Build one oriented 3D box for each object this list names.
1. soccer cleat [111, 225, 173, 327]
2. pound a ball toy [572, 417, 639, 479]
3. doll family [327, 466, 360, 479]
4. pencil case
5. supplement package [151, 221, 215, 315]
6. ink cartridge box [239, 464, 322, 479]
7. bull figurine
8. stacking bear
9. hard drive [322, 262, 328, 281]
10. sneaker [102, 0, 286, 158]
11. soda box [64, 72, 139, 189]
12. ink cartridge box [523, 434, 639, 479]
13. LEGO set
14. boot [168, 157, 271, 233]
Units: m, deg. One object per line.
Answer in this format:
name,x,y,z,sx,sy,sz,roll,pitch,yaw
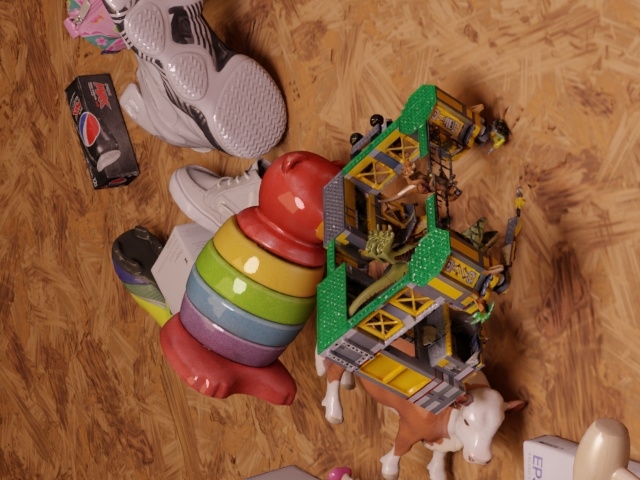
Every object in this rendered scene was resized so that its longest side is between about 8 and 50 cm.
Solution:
soccer cleat,-0.200,0.096,2.186,0.289,0.093,0.121,48,164,31
pound a ball toy,0.374,0.284,1.308,0.319,0.208,0.136,47,133,36
doll family,0.049,0.418,1.902,0.163,0.118,0.263,46,115,46
pencil case,-0.247,-0.352,2.085,0.284,0.124,0.124,-23,79,53
supplement package,-0.134,0.073,2.049,0.179,0.105,0.105,60,140,25
ink cartridge box,-0.071,0.417,2.011,0.086,0.148,0.203,15,112,50
bull figurine,0.102,0.171,1.746,0.310,0.101,0.188,48,131,38
stacking bear,-0.060,0.028,1.806,0.164,0.175,0.289,44,111,40
hard drive,0.000,0.000,1.868,0.094,0.022,0.135,29,115,16
sneaker,-0.209,-0.251,1.958,0.366,0.137,0.210,53,154,-18
soda box,-0.330,-0.164,2.299,0.053,0.060,0.169,-34,71,51
ink cartridge box,0.299,0.330,1.564,0.224,0.045,0.223,11,107,52
LEGO set,0.131,0.018,1.607,0.255,0.192,0.331,-46,30,27
boot,-0.094,-0.059,1.988,0.258,0.095,0.123,39,123,32
